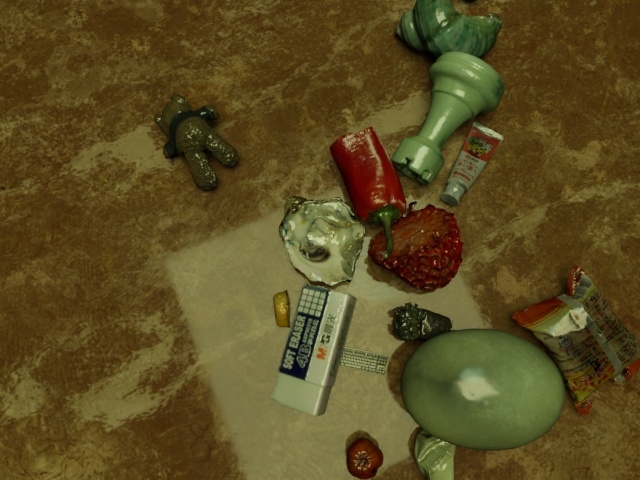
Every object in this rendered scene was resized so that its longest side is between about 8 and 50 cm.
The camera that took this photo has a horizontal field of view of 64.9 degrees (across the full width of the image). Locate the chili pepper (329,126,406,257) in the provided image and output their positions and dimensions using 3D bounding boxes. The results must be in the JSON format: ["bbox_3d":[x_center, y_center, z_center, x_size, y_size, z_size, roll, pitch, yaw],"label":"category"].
[{"bbox_3d":[0.140,-0.104,1.223,0.135,0.131,0.338,-20,69,-7],"label":"chili pepper"}]

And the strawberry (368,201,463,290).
[{"bbox_3d":[0.242,0.033,1.212,0.234,0.234,0.178,-34,112,-5],"label":"strawberry"}]

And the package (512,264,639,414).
[{"bbox_3d":[0.614,0.233,1.180,0.223,0.108,0.288,-37,83,-4],"label":"package"}]

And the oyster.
[{"bbox_3d":[0.000,0.000,1.247,0.214,0.083,0.222,8,80,4],"label":"oyster"}]

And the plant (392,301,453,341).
[{"bbox_3d":[0.238,0.199,1.203,0.143,0.092,0.094,11,87,-5],"label":"plant"}]

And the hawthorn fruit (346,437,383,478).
[{"bbox_3d":[0.099,0.499,1.151,0.093,0.093,0.093,0,79,1],"label":"hawthorn fruit"}]

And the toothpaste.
[{"bbox_3d":[0.383,-0.197,1.296,0.089,0.057,0.234,30,74,8],"label":"toothpaste"}]

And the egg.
[{"bbox_3d":[0.349,0.318,1.091,0.353,0.258,0.258,0,79,-2],"label":"egg"}]

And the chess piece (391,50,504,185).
[{"bbox_3d":[0.301,-0.293,1.255,0.195,0.194,0.299,32,90,7],"label":"chess piece"}]

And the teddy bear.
[{"bbox_3d":[-0.320,-0.265,1.280,0.182,0.129,0.251,-42,82,-8],"label":"teddy bear"}]

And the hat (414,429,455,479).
[{"bbox_3d":[0.267,0.505,1.161,0.122,0.081,0.166,0,87,-43],"label":"hat"}]

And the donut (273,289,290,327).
[{"bbox_3d":[-0.096,0.171,1.245,0.038,0.067,0.083,-4,111,-6],"label":"donut"}]

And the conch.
[{"bbox_3d":[0.323,-0.556,1.306,0.277,0.220,0.195,3,122,24],"label":"conch"}]

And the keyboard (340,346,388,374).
[{"bbox_3d":[0.097,0.290,1.224,0.129,0.015,0.049,11,79,3],"label":"keyboard"}]

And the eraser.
[{"bbox_3d":[-0.014,0.252,1.193,0.130,0.086,0.287,14,80,17],"label":"eraser"}]
